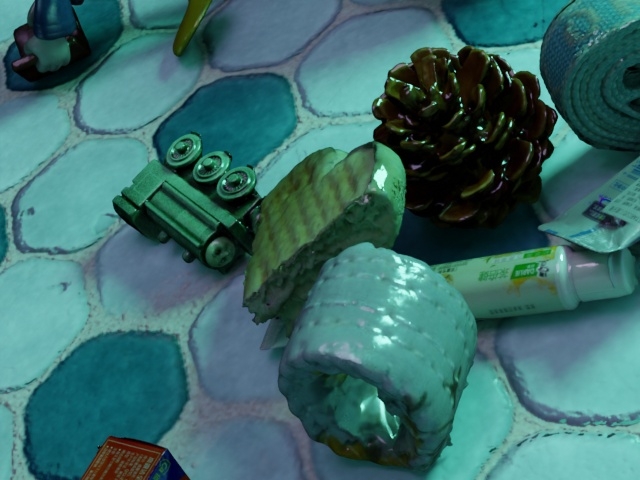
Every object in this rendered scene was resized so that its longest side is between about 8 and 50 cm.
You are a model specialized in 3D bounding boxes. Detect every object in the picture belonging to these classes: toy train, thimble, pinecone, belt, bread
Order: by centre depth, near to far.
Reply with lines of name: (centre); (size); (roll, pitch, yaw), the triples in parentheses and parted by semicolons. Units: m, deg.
thimble: (0.045, 0.087, 1.026); (0.127, 0.151, 0.118); (11, 54, 20)
belt: (0.263, -0.144, 1.140); (0.147, 0.163, 0.082); (-38, 40, 20)
bread: (0.000, 0.000, 1.140); (0.172, 0.064, 0.232); (-60, 17, -11)
pinecone: (0.114, -0.090, 1.164); (0.173, 0.174, 0.174); (-16, 42, 15)
toy train: (-0.113, -0.031, 1.306); (0.111, 0.071, 0.170); (-48, 44, -7)

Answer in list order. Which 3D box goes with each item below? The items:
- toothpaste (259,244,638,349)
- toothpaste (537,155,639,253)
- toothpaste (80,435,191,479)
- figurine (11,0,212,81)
toothpaste: (0.095, 0.044, 1.122); (0.314, 0.058, 0.056); (-9, 85, 28)
toothpaste: (0.315, -0.074, 1.088); (0.299, 0.073, 0.114); (-32, 20, -9)
toothpaste: (-0.197, 0.294, 1.009); (0.066, 0.076, 0.320); (8, 53, 35)
figurine: (-0.299, -0.319, 1.575); (0.283, 0.338, 0.205); (-47, 21, 35)
